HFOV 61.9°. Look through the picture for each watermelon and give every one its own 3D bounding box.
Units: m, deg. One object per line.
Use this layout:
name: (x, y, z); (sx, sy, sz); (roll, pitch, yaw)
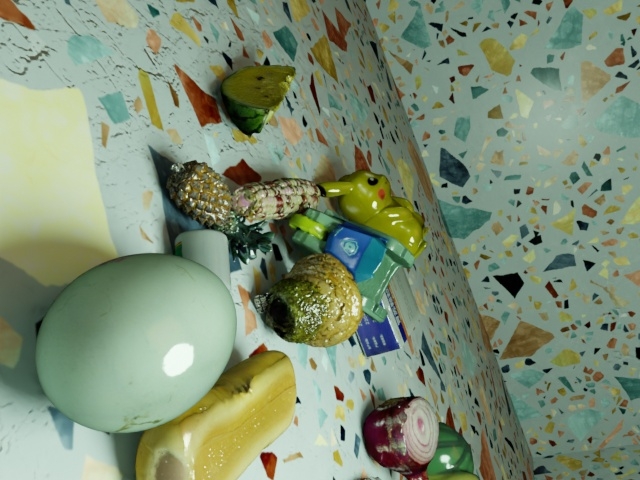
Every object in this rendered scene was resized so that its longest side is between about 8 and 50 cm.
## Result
watermelon: (-0.127, -0.296, 1.100); (0.301, 0.129, 0.123); (-81, 148, -57)

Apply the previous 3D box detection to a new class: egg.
egg: (-0.188, 0.104, 0.593); (0.264, 0.183, 0.182); (-24, 95, -74)

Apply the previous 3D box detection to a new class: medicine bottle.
medicine bottle: (-0.174, 0.055, 0.792); (0.080, 0.080, 0.130); (31, 46, -57)

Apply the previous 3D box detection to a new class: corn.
corn: (-0.084, -0.081, 1.086); (0.280, 0.092, 0.092); (-19, 90, -66)

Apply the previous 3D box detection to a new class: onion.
onion: (0.191, 0.475, 1.229); (0.195, 0.140, 0.218); (-1, 74, -62)

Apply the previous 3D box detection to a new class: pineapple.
pineapple: (-0.164, -0.050, 0.867); (0.221, 0.103, 0.083); (51, 30, -38)

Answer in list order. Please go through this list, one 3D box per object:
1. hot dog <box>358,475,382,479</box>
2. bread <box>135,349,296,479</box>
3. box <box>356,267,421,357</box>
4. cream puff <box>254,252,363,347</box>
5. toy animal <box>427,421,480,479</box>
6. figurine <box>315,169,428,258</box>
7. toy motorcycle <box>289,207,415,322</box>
hot dog: (0.096, 0.536, 1.080); (0.192, 0.053, 0.099); (23, 51, -57)
bread: (-0.129, 0.249, 0.730); (0.305, 0.091, 0.141); (-13, 105, -67)
box: (0.173, 0.168, 1.458); (0.200, 0.106, 0.299); (69, 22, -1)
cream puff: (-0.036, 0.122, 0.992); (0.169, 0.183, 0.183); (-14, 85, -44)
toy animal: (0.314, 0.624, 1.324); (0.216, 0.191, 0.338); (48, 32, -43)
figurine: (0.152, -0.081, 1.464); (0.326, 0.169, 0.218); (49, 19, -5)
toy motorcycle: (0.076, 0.043, 1.143); (0.326, 0.200, 0.191); (40, 75, -52)
